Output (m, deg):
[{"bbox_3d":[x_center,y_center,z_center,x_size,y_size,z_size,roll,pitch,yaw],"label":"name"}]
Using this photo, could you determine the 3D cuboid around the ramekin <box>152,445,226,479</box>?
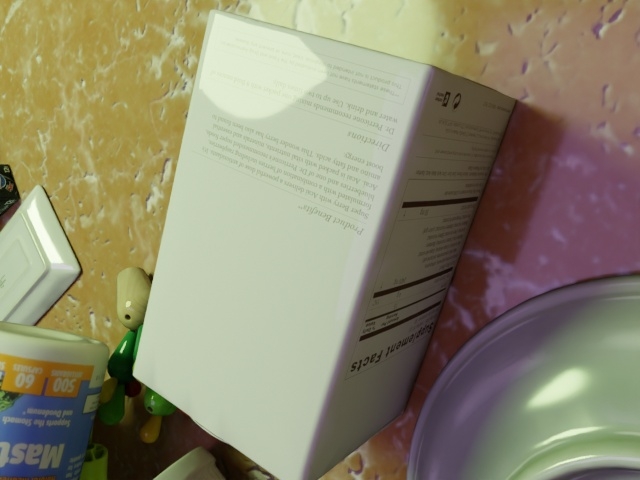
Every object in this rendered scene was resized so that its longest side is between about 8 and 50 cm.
[{"bbox_3d":[-0.160,0.317,0.614,0.109,0.207,0.207,45,117,11],"label":"ramekin"}]

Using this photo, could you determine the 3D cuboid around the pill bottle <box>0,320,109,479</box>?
[{"bbox_3d":[-0.308,0.220,0.590,0.152,0.152,0.271,6,80,33],"label":"pill bottle"}]

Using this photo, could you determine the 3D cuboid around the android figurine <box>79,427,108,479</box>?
[{"bbox_3d":[-0.332,0.260,0.757,0.248,0.056,0.272,15,103,45],"label":"android figurine"}]

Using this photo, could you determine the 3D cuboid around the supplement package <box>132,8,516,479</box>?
[{"bbox_3d":[0.000,0.000,0.488,0.178,0.175,0.292,25,108,28],"label":"supplement package"}]

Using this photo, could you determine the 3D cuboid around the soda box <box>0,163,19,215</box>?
[{"bbox_3d":[-0.504,-0.047,0.892,0.169,0.053,0.060,-29,78,31],"label":"soda box"}]

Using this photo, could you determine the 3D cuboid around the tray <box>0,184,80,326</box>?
[{"bbox_3d":[-0.438,0.055,0.872,0.270,0.030,0.145,-39,72,30],"label":"tray"}]

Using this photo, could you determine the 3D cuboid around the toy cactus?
[{"bbox_3d":[-0.178,0.104,0.676,0.219,0.112,0.180,-55,46,32],"label":"toy cactus"}]

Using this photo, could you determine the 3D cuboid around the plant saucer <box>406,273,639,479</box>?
[{"bbox_3d":[0.224,0.225,0.408,0.401,0.101,0.400,3,95,33],"label":"plant saucer"}]
